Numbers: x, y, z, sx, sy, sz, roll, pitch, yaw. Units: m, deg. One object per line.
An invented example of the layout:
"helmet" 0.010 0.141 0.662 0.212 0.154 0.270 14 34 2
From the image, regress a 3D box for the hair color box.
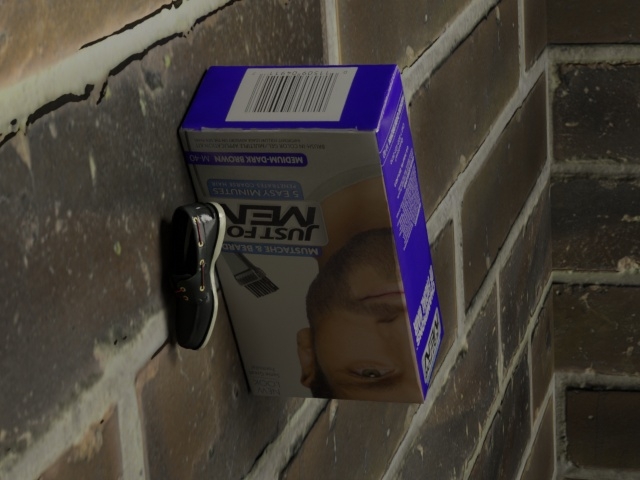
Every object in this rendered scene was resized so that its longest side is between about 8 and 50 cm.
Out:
"hair color box" 0.000 0.000 1.534 0.110 0.185 0.339 -71 156 -45

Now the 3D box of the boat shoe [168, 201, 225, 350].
"boat shoe" -0.113 0.032 1.408 0.042 0.049 0.133 -5 108 -41
